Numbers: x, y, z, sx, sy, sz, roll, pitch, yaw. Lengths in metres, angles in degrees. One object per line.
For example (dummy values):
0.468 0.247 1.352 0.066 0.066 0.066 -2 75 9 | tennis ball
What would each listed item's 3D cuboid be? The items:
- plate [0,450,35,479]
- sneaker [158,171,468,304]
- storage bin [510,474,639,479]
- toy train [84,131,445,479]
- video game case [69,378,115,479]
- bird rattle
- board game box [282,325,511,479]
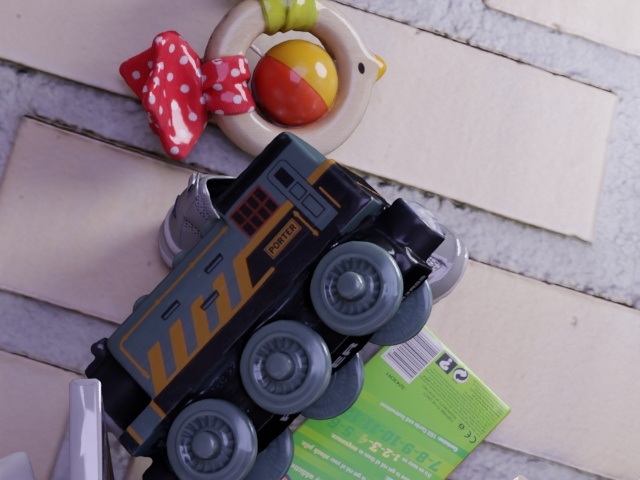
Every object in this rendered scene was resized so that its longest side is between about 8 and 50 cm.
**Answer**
-0.292 0.316 1.299 0.045 0.278 0.277 35 104 -32 | plate
0.000 0.000 1.617 0.281 0.115 0.105 5 57 -11 | sneaker
0.218 0.249 1.447 0.260 0.262 0.123 -27 88 -46 | storage bin
-0.052 0.069 1.508 0.334 0.142 0.190 -47 71 8 | toy train
-0.173 0.245 1.390 0.025 0.285 0.204 -1 68 -5 | video game case
-0.049 -0.162 1.682 0.207 0.143 0.253 40 67 -13 | bird rattle
0.040 0.194 1.597 0.124 0.039 0.259 44 64 8 | board game box
